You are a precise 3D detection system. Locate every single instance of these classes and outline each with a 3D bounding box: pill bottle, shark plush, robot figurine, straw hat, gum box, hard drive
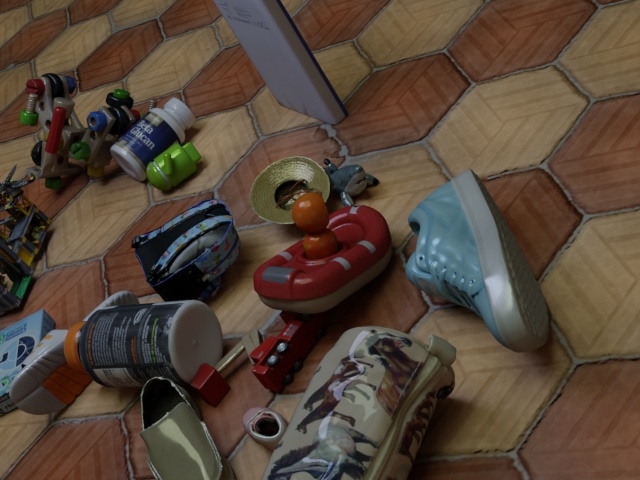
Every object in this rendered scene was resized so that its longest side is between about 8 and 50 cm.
[{"bbox_3d":[-0.282,0.162,1.656,0.246,0.130,0.130,-6,44,33],"label":"pill bottle"},{"bbox_3d":[0.031,-0.116,1.787,0.073,0.067,0.161,-41,36,-9],"label":"shark plush"},{"bbox_3d":[-0.287,-0.142,2.068,0.115,0.067,0.101,-37,8,-4],"label":"robot figurine"},{"bbox_3d":[-0.043,-0.067,1.795,0.144,0.061,0.144,-10,55,15],"label":"straw hat"},{"bbox_3d":[-0.545,0.222,1.870,0.157,0.041,0.184,-27,35,10],"label":"gum box"},{"bbox_3d":[-0.089,-0.360,1.949,0.040,0.318,0.210,-44,37,-14],"label":"hard drive"},{"bbox_3d":[-0.334,-0.208,2.158,0.169,0.094,0.094,-47,37,-17],"label":"pill bottle"}]

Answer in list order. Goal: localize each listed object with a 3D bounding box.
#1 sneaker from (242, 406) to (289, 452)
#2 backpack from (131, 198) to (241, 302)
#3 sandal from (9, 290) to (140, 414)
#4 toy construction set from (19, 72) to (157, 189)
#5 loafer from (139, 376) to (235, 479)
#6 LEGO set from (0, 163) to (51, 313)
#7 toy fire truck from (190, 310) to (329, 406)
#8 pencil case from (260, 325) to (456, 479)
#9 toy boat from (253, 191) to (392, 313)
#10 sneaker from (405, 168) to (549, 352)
[{"bbox_3d":[-0.075,0.248,1.446,0.051,0.070,0.134,-45,36,-11],"label":"sneaker"},{"bbox_3d":[-0.207,0.020,1.775,0.173,0.117,0.158,-36,35,-2],"label":"backpack"},{"bbox_3d":[-0.409,0.182,1.772,0.076,0.102,0.265,12,47,47],"label":"sandal"},{"bbox_3d":[-0.515,-0.190,2.185,0.257,0.237,0.309,19,18,4],"label":"toy construction set"},{"bbox_3d":[-0.200,0.285,1.481,0.102,0.092,0.268,-37,36,-4],"label":"loafer"},{"bbox_3d":[-0.685,0.008,2.084,0.255,0.192,0.331,-12,43,33],"label":"LEGO set"},{"bbox_3d":[-0.088,0.165,1.572,0.135,0.047,0.192,8,52,46],"label":"toy fire truck"},{"bbox_3d":[0.022,0.284,1.247,0.183,0.160,0.410,-8,42,45],"label":"pencil case"},{"bbox_3d":[0.000,0.000,1.574,0.151,0.151,0.231,5,27,41],"label":"toy boat"},{"bbox_3d":[0.197,0.048,1.430,0.150,0.135,0.366,-33,26,14],"label":"sneaker"}]
